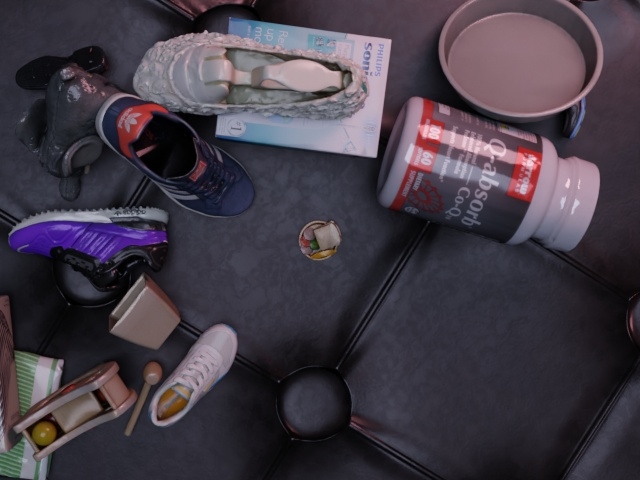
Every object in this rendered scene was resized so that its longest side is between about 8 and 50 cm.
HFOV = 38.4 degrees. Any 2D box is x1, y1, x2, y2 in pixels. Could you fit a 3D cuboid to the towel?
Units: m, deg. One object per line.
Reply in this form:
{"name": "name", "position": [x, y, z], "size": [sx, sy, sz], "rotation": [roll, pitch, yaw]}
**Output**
{"name": "towel", "position": [-0.661, 0.316, 1.734], "size": [0.324, 0.038, 0.248], "rotation": [9, 92, -2]}

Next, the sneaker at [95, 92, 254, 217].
{"name": "sneaker", "position": [-0.225, -0.125, 1.596], "size": [0.350, 0.148, 0.131], "rotation": [31, 87, -42]}

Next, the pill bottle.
{"name": "pill bottle", "position": [0.300, -0.112, 1.664], "size": [0.362, 0.210, 0.210], "rotation": [16, 93, -4]}

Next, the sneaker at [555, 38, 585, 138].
{"name": "sneaker", "position": [0.457, -0.284, 1.738], "size": [0.078, 0.067, 0.188], "rotation": [-7, 90, 6]}

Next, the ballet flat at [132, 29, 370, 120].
{"name": "ballet flat", "position": [-0.116, -0.282, 1.544], "size": [0.408, 0.147, 0.147], "rotation": [2, 94, -2]}

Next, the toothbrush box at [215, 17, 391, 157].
{"name": "toothbrush box", "position": [-0.033, -0.272, 1.679], "size": [0.295, 0.126, 0.217], "rotation": [8, 94, -5]}

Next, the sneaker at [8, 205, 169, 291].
{"name": "sneaker", "position": [-0.421, 0.023, 1.672], "size": [0.293, 0.102, 0.146], "rotation": [-5, 76, -2]}

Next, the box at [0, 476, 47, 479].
{"name": "box", "position": [-0.573, 0.499, 1.716], "size": [0.101, 0.102, 0.087], "rotation": [2, 92, -2]}

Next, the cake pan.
{"name": "cake pan", "position": [0.360, -0.331, 1.667], "size": [0.293, 0.054, 0.293], "rotation": [-2, 62, 3]}

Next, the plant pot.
{"name": "plant pot", "position": [-0.321, 0.140, 1.707], "size": [0.096, 0.109, 0.109], "rotation": [38, 91, -17]}

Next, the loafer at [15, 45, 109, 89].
{"name": "loafer", "position": [-0.471, -0.306, 1.684], "size": [0.170, 0.061, 0.062], "rotation": [-12, 78, -1]}

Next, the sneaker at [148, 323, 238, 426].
{"name": "sneaker", "position": [-0.234, 0.258, 1.722], "size": [0.087, 0.092, 0.229], "rotation": [37, 90, -3]}

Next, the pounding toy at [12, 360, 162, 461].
{"name": "pounding toy", "position": [-0.399, 0.319, 1.668], "size": [0.269, 0.154, 0.155], "rotation": [-33, 100, -10]}

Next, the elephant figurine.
{"name": "elephant figurine", "position": [-0.440, -0.178, 1.606], "size": [0.186, 0.169, 0.240], "rotation": [26, 98, -36]}

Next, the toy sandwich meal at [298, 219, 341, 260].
{"name": "toy sandwich meal", "position": [0.000, 0.000, 1.746], "size": [0.085, 0.029, 0.086], "rotation": [0, 94, -3]}

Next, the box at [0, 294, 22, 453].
{"name": "box", "position": [-0.609, 0.242, 1.660], "size": [0.094, 0.113, 0.275], "rotation": [-6, 93, -3]}
